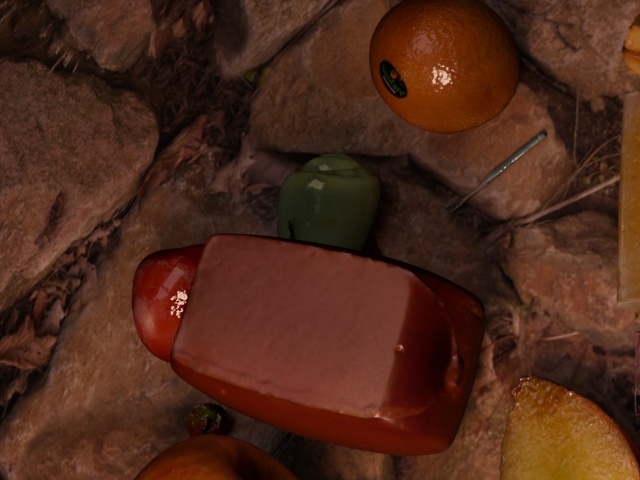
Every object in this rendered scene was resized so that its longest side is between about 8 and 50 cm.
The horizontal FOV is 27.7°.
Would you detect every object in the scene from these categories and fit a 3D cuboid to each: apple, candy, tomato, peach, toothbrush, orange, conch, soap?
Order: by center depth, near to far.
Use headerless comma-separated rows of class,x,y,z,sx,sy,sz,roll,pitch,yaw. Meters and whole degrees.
peach,0.286,0.273,1.441,0.189,0.068,0.279,-37,50,29
soap,0.428,-0.048,1.480,0.173,0.089,0.274,-10,61,33
apple,-0.126,0.392,1.560,0.275,0.299,0.299,-46,46,11
toothbrush,0.231,-0.090,1.718,0.167,0.014,0.011,-39,39,17
orange,0.162,-0.238,1.730,0.206,0.206,0.206,-19,56,31
conch,-0.005,-0.008,1.815,0.144,0.137,0.250,21,102,18
candy,-0.188,0.319,1.830,0.060,0.060,0.201,29,96,45
tomato,-0.193,0.088,1.882,0.187,0.151,0.187,-15,62,29

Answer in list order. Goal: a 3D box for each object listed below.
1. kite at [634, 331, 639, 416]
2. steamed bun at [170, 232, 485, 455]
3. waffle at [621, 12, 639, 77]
kite,0.402,0.138,1.459,0.152,0.005,0.137,-51,46,5
steamed bun,0.020,0.132,1.611,0.379,0.248,0.235,11,78,27
waffle,0.518,-0.222,1.416,0.328,0.098,0.224,27,55,37
